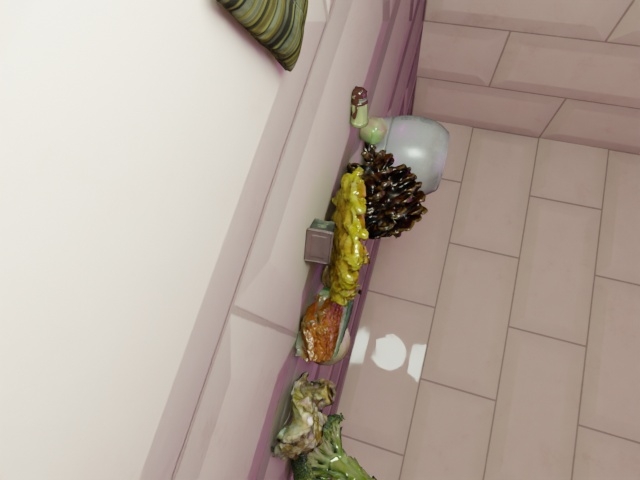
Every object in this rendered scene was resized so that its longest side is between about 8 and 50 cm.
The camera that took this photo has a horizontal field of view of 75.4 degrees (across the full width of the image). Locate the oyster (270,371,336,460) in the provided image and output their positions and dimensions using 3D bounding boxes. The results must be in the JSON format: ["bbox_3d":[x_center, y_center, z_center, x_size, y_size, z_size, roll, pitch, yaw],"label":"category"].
[{"bbox_3d":[-0.036,0.484,1.129,0.351,0.114,0.238,77,29,-65],"label":"oyster"}]

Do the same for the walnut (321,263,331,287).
[{"bbox_3d":[0.044,0.099,1.179,0.096,0.082,0.079,-70,-161,-4],"label":"walnut"}]

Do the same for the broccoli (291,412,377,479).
[{"bbox_3d":[0.057,0.787,1.375,0.252,0.361,0.221,-28,153,-21],"label":"broccoli"}]

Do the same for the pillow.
[{"bbox_3d":[-0.051,-0.261,0.426,0.203,0.038,0.113,-22,124,-75],"label":"pillow"}]

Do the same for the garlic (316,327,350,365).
[{"bbox_3d":[0.034,0.301,1.268,0.128,0.115,0.207,-36,136,-63],"label":"garlic"}]

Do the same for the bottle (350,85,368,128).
[{"bbox_3d":[0.095,-0.333,1.026,0.101,0.047,0.063,83,-4,-49],"label":"bottle"}]

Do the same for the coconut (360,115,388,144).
[{"bbox_3d":[0.160,-0.333,1.246,0.082,0.081,0.083,2,121,-43],"label":"coconut"}]

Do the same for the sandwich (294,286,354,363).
[{"bbox_3d":[-0.001,0.209,1.055,0.159,0.109,0.185,8,98,-58],"label":"sandwich"}]

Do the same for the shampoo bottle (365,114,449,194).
[{"bbox_3d":[0.293,-0.294,1.439,0.273,0.266,0.273,11,90,-79],"label":"shampoo bottle"}]

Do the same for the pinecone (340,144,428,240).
[{"bbox_3d":[0.163,-0.122,1.152,0.257,0.243,0.243,62,8,9],"label":"pinecone"}]

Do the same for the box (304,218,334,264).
[{"bbox_3d":[0.000,0.000,0.915,0.063,0.060,0.085,-73,170,-58],"label":"box"}]

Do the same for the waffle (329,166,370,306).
[{"bbox_3d":[0.061,0.000,0.964,0.325,0.068,0.302,100,-7,-64],"label":"waffle"}]
